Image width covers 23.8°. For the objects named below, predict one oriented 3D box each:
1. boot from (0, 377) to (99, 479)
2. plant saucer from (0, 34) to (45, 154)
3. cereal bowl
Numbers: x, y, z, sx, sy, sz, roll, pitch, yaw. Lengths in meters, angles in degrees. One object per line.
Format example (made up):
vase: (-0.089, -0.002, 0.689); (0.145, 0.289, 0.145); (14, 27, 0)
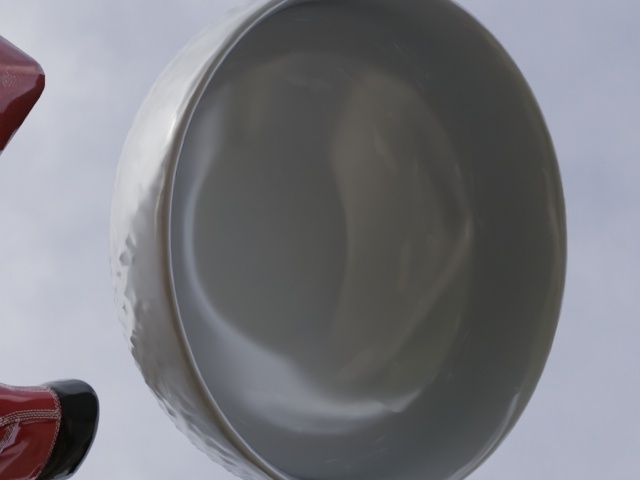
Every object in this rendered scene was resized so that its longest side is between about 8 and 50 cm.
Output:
boot: (-0.258, 0.170, 1.009); (0.244, 0.176, 0.088); (-41, -118, 28)
plant saucer: (-0.288, -0.042, 0.650); (0.258, 0.048, 0.259); (35, -99, -18)
cereal bowl: (0.000, 0.000, 0.986); (0.141, 0.339, 0.339); (2, -55, 50)
